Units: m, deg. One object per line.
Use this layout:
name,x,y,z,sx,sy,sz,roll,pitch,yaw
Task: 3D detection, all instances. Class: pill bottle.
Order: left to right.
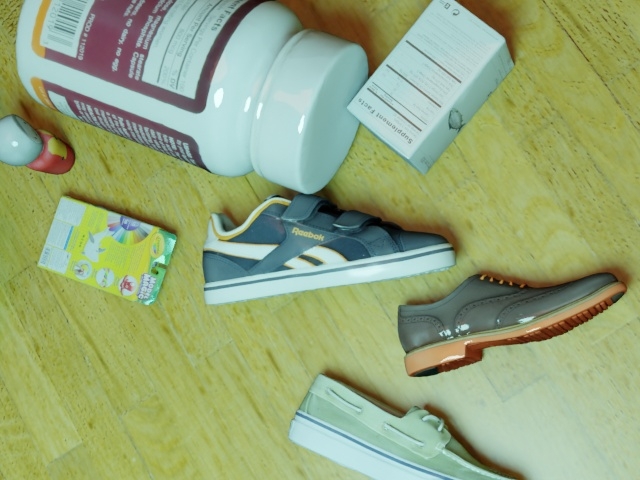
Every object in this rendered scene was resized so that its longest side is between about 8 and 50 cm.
pill bottle,-0.154,-0.211,1.298,0.392,0.224,0.224,22,89,18

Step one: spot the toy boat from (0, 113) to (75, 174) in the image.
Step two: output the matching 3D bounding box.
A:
toy boat,-0.498,-0.139,1.427,0.318,0.148,0.268,6,84,17

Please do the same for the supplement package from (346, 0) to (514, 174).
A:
supplement package,0.135,-0.187,1.271,0.105,0.105,0.179,41,95,17

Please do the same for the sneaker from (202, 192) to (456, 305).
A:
sneaker,0.000,0.000,1.275,0.321,0.126,0.128,-7,86,17

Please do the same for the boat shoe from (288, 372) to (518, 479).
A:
boat shoe,0.103,0.240,1.224,0.302,0.109,0.094,18,86,20

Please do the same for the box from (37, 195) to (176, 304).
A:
box,-0.278,0.015,1.399,0.179,0.043,0.105,18,88,20

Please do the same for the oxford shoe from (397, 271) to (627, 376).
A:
oxford shoe,0.215,0.075,1.220,0.271,0.097,0.098,-19,72,13
